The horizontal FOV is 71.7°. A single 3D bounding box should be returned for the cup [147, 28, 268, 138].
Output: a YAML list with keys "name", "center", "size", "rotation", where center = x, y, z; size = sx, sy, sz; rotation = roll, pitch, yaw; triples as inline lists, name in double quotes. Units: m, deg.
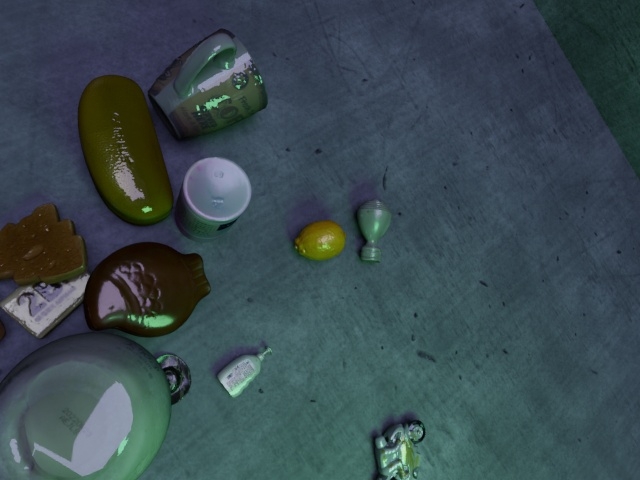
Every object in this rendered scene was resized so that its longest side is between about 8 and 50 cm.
- name: "cup"
  center: [-0.291, -0.389, 1.118]
  size: [0.257, 0.301, 0.227]
  rotation: [-39, 90, -16]

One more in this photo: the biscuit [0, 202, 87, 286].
- name: "biscuit"
  center: [-0.613, 0.023, 0.982]
  size: [0.238, 0.041, 0.212]
  rotation: [22, 60, 12]

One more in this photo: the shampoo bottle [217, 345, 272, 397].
- name: "shampoo bottle"
  center: [-0.187, 0.324, 1.137]
  size: [0.152, 0.045, 0.077]
  rotation: [-40, 93, -23]

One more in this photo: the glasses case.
- name: "glasses case"
  center: [-0.482, -0.219, 1.080]
  size: [0.173, 0.141, 0.371]
  rotation: [-16, 85, -24]

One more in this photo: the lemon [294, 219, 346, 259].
- name: "lemon"
  center: [0.000, 0.000, 1.250]
  size: [0.155, 0.114, 0.114]
  rotation: [-10, 83, -13]

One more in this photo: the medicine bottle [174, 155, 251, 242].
- name: "medicine bottle"
  center: [-0.269, -0.089, 1.077]
  size: [0.152, 0.254, 0.152]
  rotation: [5, 77, -21]

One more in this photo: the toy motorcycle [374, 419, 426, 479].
- name: "toy motorcycle"
  center: [0.210, 0.600, 1.228]
  size: [0.151, 0.074, 0.229]
  rotation: [28, 71, -12]

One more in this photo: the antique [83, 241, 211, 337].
- name: "antique"
  center: [-0.404, 0.118, 1.031]
  size: [0.278, 0.129, 0.224]
  rotation: [-23, 93, -35]

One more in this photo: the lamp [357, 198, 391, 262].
- name: "lamp"
  center: [0.156, -0.031, 1.332]
  size: [0.106, 0.106, 0.193]
  rotation: [9, 84, -21]

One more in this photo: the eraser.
- name: "eraser"
  center: [-0.604, 0.121, 1.000]
  size: [0.117, 0.058, 0.172]
  rotation: [46, 66, -8]

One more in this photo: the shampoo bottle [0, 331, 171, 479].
- name: "shampoo bottle"
  center: [-0.462, 0.344, 0.863]
  size: [0.322, 0.317, 0.323]
  rotation: [2, 81, -14]

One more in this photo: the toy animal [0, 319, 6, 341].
- name: "toy animal"
  center: [-0.752, 0.193, 0.910]
  size: [0.188, 0.089, 0.179]
  rotation: [-6, 84, -11]

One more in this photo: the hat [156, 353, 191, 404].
- name: "hat"
  center: [-0.364, 0.333, 1.059]
  size: [0.121, 0.050, 0.121]
  rotation: [6, 74, -20]
